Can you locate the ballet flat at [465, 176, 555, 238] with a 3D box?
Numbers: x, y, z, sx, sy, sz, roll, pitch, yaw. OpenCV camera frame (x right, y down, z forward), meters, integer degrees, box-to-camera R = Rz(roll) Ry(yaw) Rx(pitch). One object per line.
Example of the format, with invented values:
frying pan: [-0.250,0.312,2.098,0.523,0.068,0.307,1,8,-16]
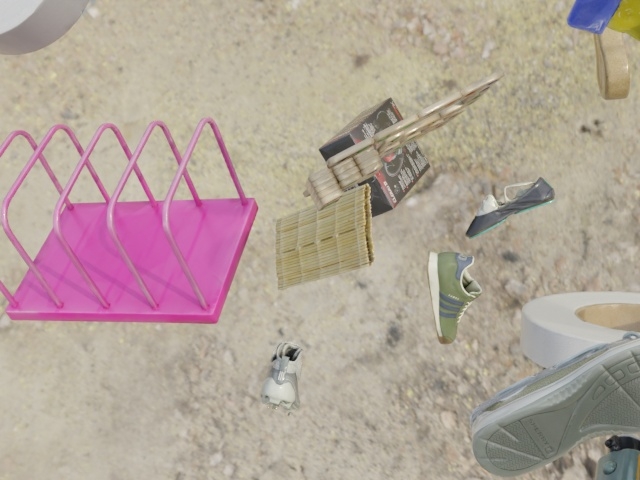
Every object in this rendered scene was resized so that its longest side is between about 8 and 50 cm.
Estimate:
ballet flat: [0.384,-0.074,1.752,0.203,0.074,0.074,-26,56,13]

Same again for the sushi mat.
sushi mat: [0.000,0.000,1.590,0.316,0.019,0.151,-18,70,55]

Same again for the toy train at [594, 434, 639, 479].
toy train: [0.551,0.492,1.464,0.142,0.190,0.334,-35,15,40]

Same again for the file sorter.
file sorter: [-0.260,-0.032,1.045,0.291,0.182,0.202,-1,46,17]

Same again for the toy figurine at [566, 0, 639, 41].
toy figurine: [0.220,-0.125,0.550,0.217,0.191,0.362,32,48,4]

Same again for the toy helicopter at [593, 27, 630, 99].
toy helicopter: [0.412,-0.382,1.222,0.140,0.235,0.355,-7,84,7]

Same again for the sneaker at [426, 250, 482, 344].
sneaker: [0.238,0.101,1.458,0.086,0.192,0.064,-4,32,15]

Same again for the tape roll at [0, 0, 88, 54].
tape roll: [-0.367,-0.329,0.966,0.219,0.072,0.219,-1,87,17]

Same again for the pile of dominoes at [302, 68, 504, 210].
pile of dominoes: [0.099,-0.112,1.041,0.251,0.196,0.040,-28,87,-9]

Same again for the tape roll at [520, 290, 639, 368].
tape roll: [0.535,0.161,1.421,0.392,0.392,0.072,6,101,27]

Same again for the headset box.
headset box: [0.135,-0.201,2.119,0.110,0.218,0.293,-22,16,37]

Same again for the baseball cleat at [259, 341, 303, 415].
baseball cleat: [-0.054,0.222,1.355,0.072,0.206,0.109,18,77,-1]

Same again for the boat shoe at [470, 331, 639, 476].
boat shoe: [0.336,0.189,1.058,0.320,0.118,0.103,-30,17,14]
